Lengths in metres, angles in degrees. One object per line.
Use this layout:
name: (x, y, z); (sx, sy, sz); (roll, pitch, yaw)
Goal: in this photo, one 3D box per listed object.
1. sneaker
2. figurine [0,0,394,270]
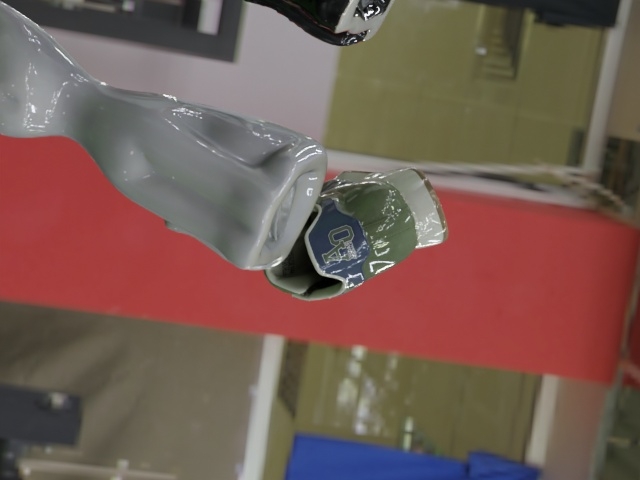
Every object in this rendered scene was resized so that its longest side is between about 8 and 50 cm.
sneaker: (0.000, 0.000, 0.863); (0.064, 0.086, 0.192); (67, -19, -3)
figurine: (-0.084, -0.110, 0.721); (0.092, 0.209, 0.215); (-40, 155, -63)
